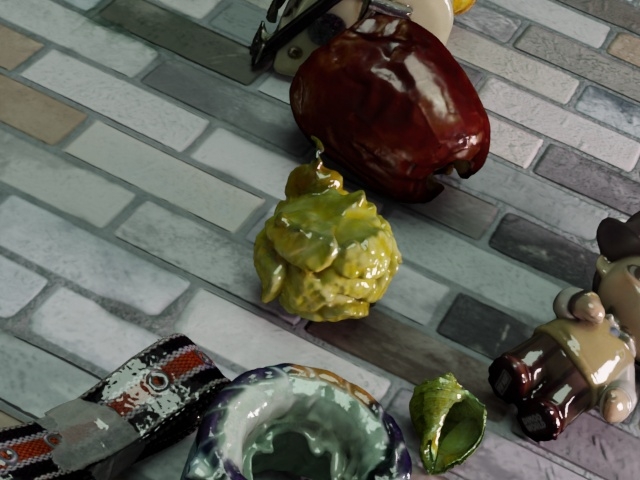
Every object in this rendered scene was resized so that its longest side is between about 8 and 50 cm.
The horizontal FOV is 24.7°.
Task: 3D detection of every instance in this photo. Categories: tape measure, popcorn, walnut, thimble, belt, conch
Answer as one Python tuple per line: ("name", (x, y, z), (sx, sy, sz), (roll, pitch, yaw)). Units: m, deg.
("tape measure", (0.050, -0.327, 2.074), (0.271, 0.231, 0.133), (11, 39, -7))
("popcorn", (0.010, -0.001, 1.734), (0.168, 0.173, 0.195), (-11, 36, 18))
("walnut", (0.103, -0.166, 1.943), (0.269, 0.222, 0.244), (51, 15, 17))
("thimble", (-0.033, 0.245, 1.443), (0.237, 0.150, 0.237), (9, 42, -8))
("belt", (-0.229, 0.200, 1.447), (0.094, 0.126, 0.359), (37, 42, 20))
("conch", (0.141, 0.200, 1.610), (0.089, 0.074, 0.121), (-9, 57, 27))

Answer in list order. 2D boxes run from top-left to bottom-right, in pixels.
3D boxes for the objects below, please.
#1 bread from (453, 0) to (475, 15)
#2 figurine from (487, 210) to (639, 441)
("bread", (0.139, -0.413, 2.280), (0.229, 0.139, 0.143), (29, 40, 26))
("figurine", (0.370, 0.086, 1.721), (0.365, 0.206, 0.218), (-22, 54, -37))
